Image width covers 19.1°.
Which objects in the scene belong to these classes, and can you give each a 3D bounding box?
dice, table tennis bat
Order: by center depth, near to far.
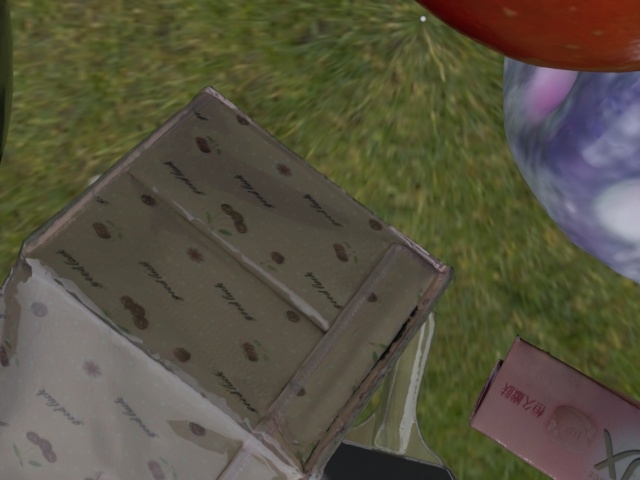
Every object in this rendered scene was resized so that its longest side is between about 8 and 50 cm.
[{"bbox_3d":[0.041,0.165,1.309,0.138,0.022,0.246,11,89,30],"label":"table tennis bat"},{"bbox_3d":[0.306,-0.129,1.337,0.270,0.270,0.271,25,139,-21],"label":"dice"}]

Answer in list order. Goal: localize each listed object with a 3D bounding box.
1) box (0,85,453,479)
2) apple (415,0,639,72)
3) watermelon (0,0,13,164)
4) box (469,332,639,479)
[{"bbox_3d":[-0.101,0.103,1.091,0.190,0.225,0.297,38,127,1],"label":"box"},{"bbox_3d":[0.094,-0.192,0.616,0.216,0.260,0.260,-30,95,38],"label":"apple"},{"bbox_3d":[-0.289,-0.050,0.865,0.279,0.279,0.359,21,64,0],"label":"watermelon"},{"bbox_3d":[0.165,0.115,0.988,0.111,0.156,0.060,27,93,-42],"label":"box"}]
